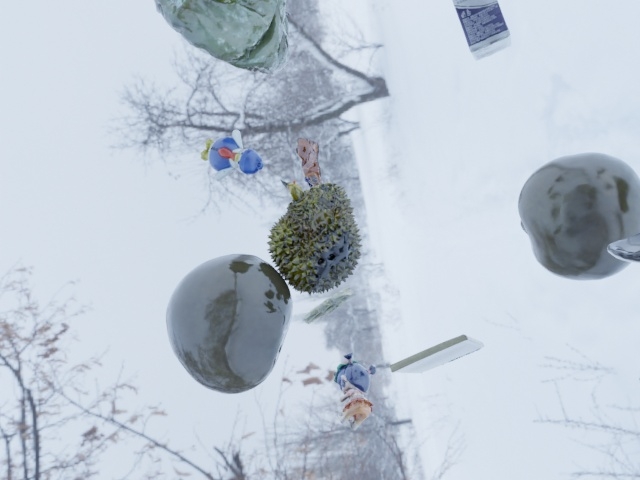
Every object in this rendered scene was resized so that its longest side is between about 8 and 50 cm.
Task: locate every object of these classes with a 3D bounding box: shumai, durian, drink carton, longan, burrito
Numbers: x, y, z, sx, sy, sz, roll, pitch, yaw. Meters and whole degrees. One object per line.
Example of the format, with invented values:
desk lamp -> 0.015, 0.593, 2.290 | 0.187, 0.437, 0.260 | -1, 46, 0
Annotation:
shumai -> -0.136, -0.483, 0.969 | 0.309, 0.263, 0.304 | 44, -150, 16
durian -> 0.000, 0.000, 0.972 | 0.138, 0.193, 0.237 | 49, 169, 43
drink carton -> 0.389, -0.577, 1.324 | 0.134, 0.101, 0.222 | -22, -87, -65
longan -> -0.158, 0.141, 0.961 | 0.215, 0.246, 0.246 | -43, -53, -55
burrito -> 0.026, 0.209, 1.710 | 0.045, 0.185, 0.041 | 56, -171, 11
longan -> 0.726, -0.063, 1.493 | 0.361, 0.360, 0.361 | -10, -90, -88

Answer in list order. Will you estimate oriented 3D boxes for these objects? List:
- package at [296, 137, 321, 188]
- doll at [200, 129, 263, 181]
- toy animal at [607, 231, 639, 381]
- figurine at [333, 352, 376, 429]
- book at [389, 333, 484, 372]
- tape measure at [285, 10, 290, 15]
package -> -0.019, -0.140, 1.021 | 0.077, 0.033, 0.111 | -121, 16, -57
doll -> -0.152, -0.145, 0.939 | 0.057, 0.143, 0.099 | 25, -93, -56
toy animal -> 0.456, 0.073, 0.614 | 0.303, 0.194, 0.344 | -50, -43, -72
figurine -> 0.100, 0.416, 1.487 | 0.111, 0.102, 0.195 | 37, -157, -30
book -> 0.260, 0.250, 1.161 | 0.241, 0.170, 0.018 | 31, -145, -62
tape measure -> -0.170, -0.654, 1.212 | 0.125, 0.246, 0.243 | -27, -50, -72
